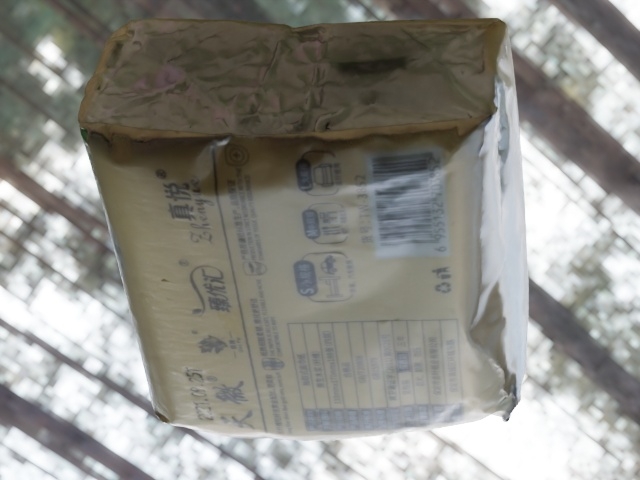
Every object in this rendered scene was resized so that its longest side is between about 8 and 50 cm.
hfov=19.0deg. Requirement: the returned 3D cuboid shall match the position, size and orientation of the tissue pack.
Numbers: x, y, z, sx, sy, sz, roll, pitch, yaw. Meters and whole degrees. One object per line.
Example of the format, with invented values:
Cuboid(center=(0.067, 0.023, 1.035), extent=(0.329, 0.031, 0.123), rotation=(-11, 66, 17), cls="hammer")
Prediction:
Cuboid(center=(0.000, 0.000, 0.868), extent=(0.186, 0.222, 0.090), rotation=(-1, -130, 9), cls="tissue pack")
